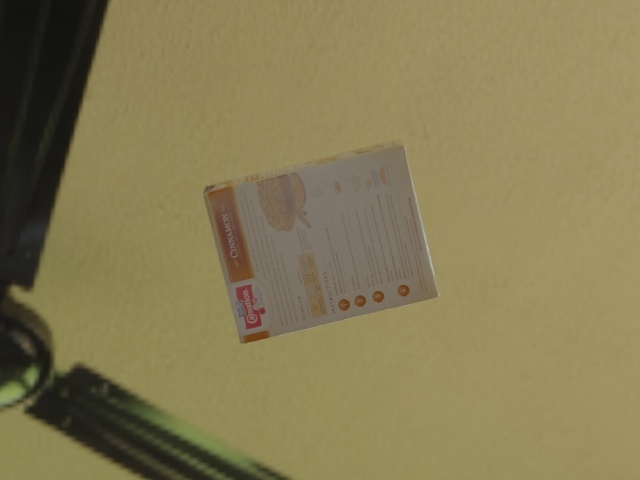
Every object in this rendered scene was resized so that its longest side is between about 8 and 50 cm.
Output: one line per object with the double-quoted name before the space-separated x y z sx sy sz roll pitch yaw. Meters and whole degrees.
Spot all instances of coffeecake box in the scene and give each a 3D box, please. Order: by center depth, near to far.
"coffeecake box" 0.000 0.000 1.465 0.185 0.068 0.142 -13 -81 0
